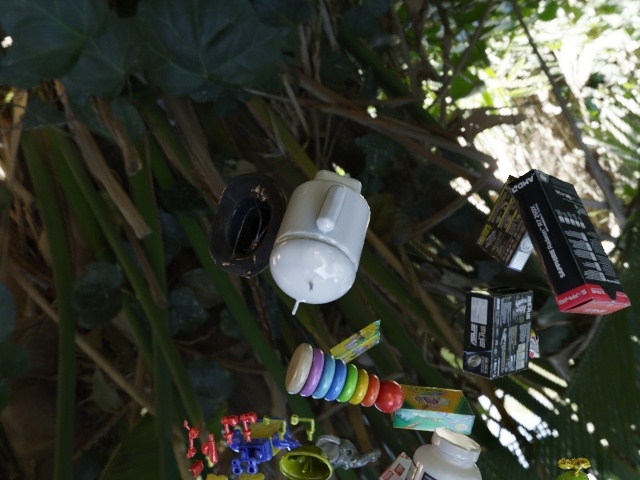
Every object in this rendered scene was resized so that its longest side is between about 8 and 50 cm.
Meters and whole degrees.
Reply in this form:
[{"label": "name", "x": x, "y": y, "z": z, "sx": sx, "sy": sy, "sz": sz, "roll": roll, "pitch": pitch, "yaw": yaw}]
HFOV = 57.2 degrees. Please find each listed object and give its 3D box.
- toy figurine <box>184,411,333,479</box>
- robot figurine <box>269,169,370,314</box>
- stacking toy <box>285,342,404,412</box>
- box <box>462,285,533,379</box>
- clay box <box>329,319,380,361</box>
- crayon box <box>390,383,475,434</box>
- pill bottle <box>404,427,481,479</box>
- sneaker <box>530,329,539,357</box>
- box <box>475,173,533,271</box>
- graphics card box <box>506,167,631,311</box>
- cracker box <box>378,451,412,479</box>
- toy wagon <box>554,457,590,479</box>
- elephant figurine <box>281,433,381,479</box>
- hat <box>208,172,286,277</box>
[{"label": "toy figurine", "x": -0.128, "y": 0.473, "z": 1.453, "sx": 0.363, "sy": 0.191, "sz": 0.217, "roll": -10, "pitch": -172, "yaw": 18}, {"label": "robot figurine", "x": 0.000, "y": 0.000, "z": 1.375, "sx": 0.300, "sy": 0.200, "sz": 0.353, "roll": 103, "pitch": 3, "yaw": -54}, {"label": "stacking toy", "x": 0.077, "y": 0.399, "z": 1.619, "sx": 0.141, "sy": 0.331, "sz": 0.141, "roll": -159, "pitch": -90, "yaw": -80}, {"label": "box", "x": 0.391, "y": 0.198, "z": 1.294, "sx": 0.147, "sy": 0.180, "sz": 0.078, "roll": -3, "pitch": -173, "yaw": -38}, {"label": "clay box", "x": 0.139, "y": 0.385, "z": 2.180, "sx": 0.222, "sy": 0.053, "sz": 0.127, "roll": -29, "pitch": 156, "yaw": -13}, {"label": "crayon box", "x": 0.385, "y": 0.598, "z": 2.092, "sx": 0.279, "sy": 0.081, "sz": 0.165, "roll": 7, "pitch": -164, "yaw": -5}, {"label": "pill bottle", "x": 0.304, "y": 0.666, "z": 1.532, "sx": 0.181, "sy": 0.182, "sz": 0.322, "roll": -18, "pitch": 127, "yaw": -83}, {"label": "sneaker", "x": 0.713, "y": 0.348, "z": 2.007, "sx": 0.225, "sy": 0.088, "sz": 0.092, "roll": 24, "pitch": 84, "yaw": -69}, {"label": "box", "x": 0.642, "y": -0.063, "z": 1.939, "sx": 0.270, "sy": 0.060, "sz": 0.216, "roll": -68, "pitch": -159, "yaw": 14}, {"label": "graphics card box", "x": 0.635, "y": 0.007, "z": 1.510, "sx": 0.233, "sy": 0.370, "sz": 0.094, "roll": 8, "pitch": 148, "yaw": -41}, {"label": "cracker box", "x": 0.307, "y": 0.804, "z": 1.873, "sx": 0.067, "sy": 0.232, "sz": 0.156, "roll": -50, "pitch": 162, "yaw": 13}, {"label": "toy wagon", "x": 0.569, "y": 0.647, "z": 1.367, "sx": 0.267, "sy": 0.344, "sz": 0.068, "roll": -2, "pitch": -150, "yaw": 1}, {"label": "elephant figurine", "x": 0.038, "y": 0.702, "z": 1.908, "sx": 0.239, "sy": 0.186, "sz": 0.169, "roll": -44, "pitch": -161, "yaw": -18}, {"label": "hat", "x": -0.175, "y": -0.039, "z": 1.702, "sx": 0.331, "sy": 0.331, "sz": 0.134, "roll": -31, "pitch": 151, "yaw": 34}]
